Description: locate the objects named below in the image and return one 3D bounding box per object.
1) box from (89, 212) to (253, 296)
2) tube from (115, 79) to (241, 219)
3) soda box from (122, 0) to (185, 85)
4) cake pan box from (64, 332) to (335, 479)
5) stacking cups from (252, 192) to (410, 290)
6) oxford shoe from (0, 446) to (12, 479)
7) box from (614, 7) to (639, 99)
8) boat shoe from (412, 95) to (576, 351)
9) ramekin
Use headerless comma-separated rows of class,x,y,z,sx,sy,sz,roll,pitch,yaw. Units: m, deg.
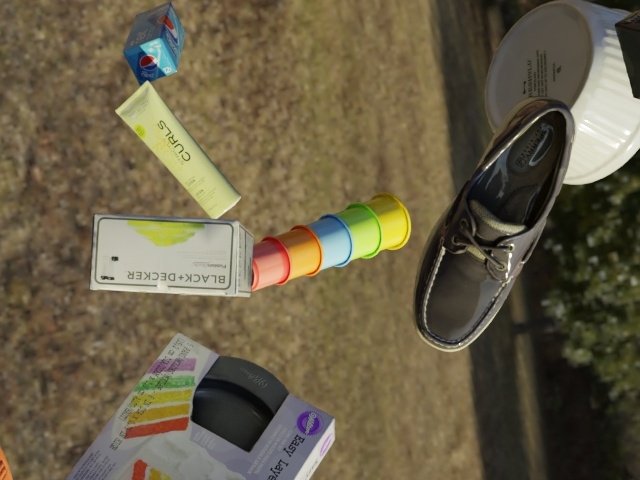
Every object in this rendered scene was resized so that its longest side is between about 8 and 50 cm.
box,-0.170,0.022,1.520,0.290,0.169,0.087,59,34,-87
tube,-0.228,-0.140,2.017,0.240,0.070,0.062,51,-4,-7
soda box,-0.281,-0.339,2.139,0.210,0.071,0.067,-94,161,-62
cake pan box,-0.144,0.270,1.560,0.267,0.245,0.070,-53,163,-30
stacking cups,0.000,0.000,1.902,0.316,0.096,0.096,-16,93,-43
oxford shoe,-0.542,0.233,1.586,0.364,0.132,0.130,48,39,-15
box,0.470,-0.229,1.299,0.184,0.261,0.103,33,-28,58
boat shoe,0.174,-0.019,1.271,0.285,0.103,0.092,-61,173,3
ramekin,0.357,-0.225,1.817,0.127,0.273,0.273,18,50,-35
